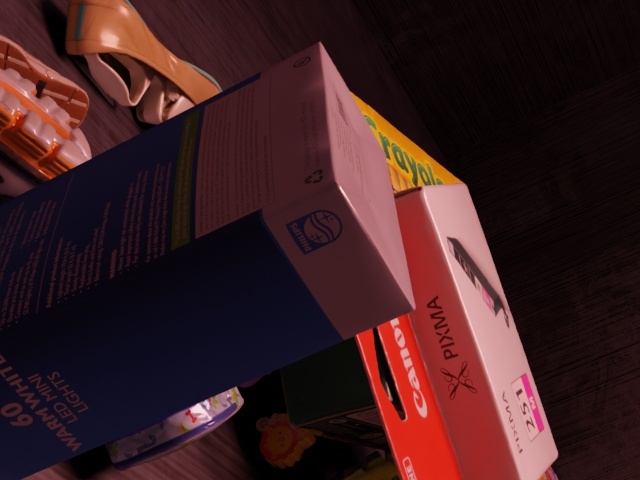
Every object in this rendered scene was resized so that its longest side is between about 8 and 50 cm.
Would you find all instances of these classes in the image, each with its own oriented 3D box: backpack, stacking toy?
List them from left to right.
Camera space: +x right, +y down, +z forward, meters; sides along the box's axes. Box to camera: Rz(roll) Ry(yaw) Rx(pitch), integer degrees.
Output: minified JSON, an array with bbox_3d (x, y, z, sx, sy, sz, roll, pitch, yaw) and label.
[{"bbox_3d":[-0.106,0.092,0.689,0.084,0.105,0.114,66,18,6],"label":"backpack"},{"bbox_3d":[-0.078,0.072,0.974,0.167,0.052,0.221,54,15,-47],"label":"stacking toy"}]

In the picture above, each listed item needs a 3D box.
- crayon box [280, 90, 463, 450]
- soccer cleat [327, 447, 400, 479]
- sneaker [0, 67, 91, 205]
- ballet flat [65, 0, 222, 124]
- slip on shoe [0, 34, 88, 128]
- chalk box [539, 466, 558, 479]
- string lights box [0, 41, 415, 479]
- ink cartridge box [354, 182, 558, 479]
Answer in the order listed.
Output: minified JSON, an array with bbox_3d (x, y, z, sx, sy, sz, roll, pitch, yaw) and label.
[{"bbox_3d":[0.072,0.044,1.099,0.363,0.106,0.313,28,47,-58],"label":"crayon box"},{"bbox_3d":[0.065,0.274,1.061,0.121,0.093,0.289,68,12,20],"label":"soccer cleat"},{"bbox_3d":[-0.229,-0.082,0.593,0.215,0.083,0.084,41,16,-18],"label":"sneaker"},{"bbox_3d":[-0.163,-0.147,1.019,0.232,0.080,0.073,40,56,-57],"label":"ballet flat"},{"bbox_3d":[-0.218,-0.113,0.772,0.041,0.051,0.135,27,4,28],"label":"slip on shoe"},{"bbox_3d":[0.227,0.389,1.316,0.289,0.180,0.179,61,14,-23],"label":"chalk box"},{"bbox_3d":[-0.095,0.019,0.518,0.076,0.260,0.133,57,16,-31],"label":"string lights box"},{"bbox_3d":[0.108,0.089,0.934,0.239,0.060,0.275,-10,81,-67],"label":"ink cartridge box"}]
